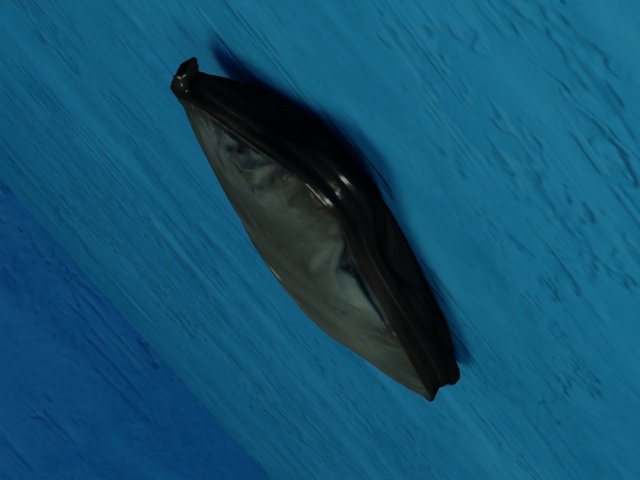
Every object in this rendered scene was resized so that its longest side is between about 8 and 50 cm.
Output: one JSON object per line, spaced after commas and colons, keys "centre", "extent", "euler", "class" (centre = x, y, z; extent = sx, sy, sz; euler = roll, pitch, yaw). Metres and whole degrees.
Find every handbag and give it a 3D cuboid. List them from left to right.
{"centre": [-0.001, -0.001, 1.217], "extent": [0.191, 0.075, 0.332], "euler": [38, 167, 38], "class": "handbag"}
